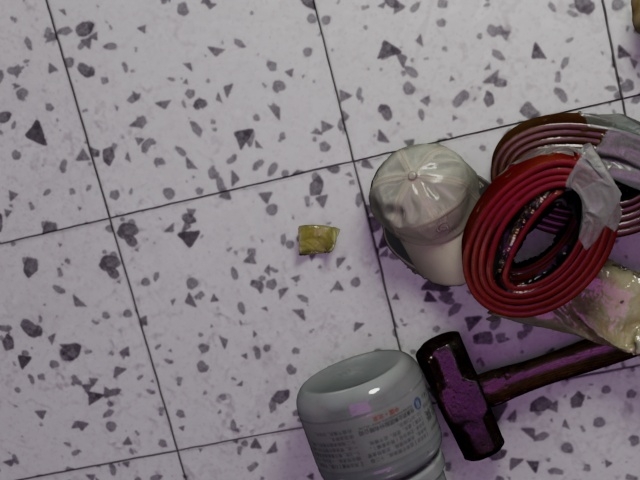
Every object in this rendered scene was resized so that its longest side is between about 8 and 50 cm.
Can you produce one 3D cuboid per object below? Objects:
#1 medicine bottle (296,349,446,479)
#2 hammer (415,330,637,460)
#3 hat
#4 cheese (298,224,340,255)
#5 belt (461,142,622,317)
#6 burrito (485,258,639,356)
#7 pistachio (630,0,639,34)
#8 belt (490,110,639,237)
[{"bbox_3d":[0.108,0.384,1.979,0.245,0.245,0.306,-17,100,12],"label":"medicine bottle"},{"bbox_3d":[0.409,0.246,1.986,0.409,0.095,0.242,-20,98,10],"label":"hammer"},{"bbox_3d":[0.206,-0.043,1.920,0.232,0.161,0.275,-23,101,17],"label":"hat"},{"bbox_3d":[0.001,0.000,2.016,0.084,0.041,0.060,1,95,21],"label":"cheese"},{"bbox_3d":[0.380,-0.020,1.803,0.227,0.115,0.324,36,107,-7],"label":"belt"},{"bbox_3d":[0.492,0.106,1.916,0.348,0.107,0.175,14,77,13],"label":"burrito"},{"bbox_3d":[0.634,-0.413,1.784,0.238,0.153,0.137,-22,110,-14],"label":"pistachio"},{"bbox_3d":[0.475,-0.120,1.882,0.339,0.122,0.217,5,105,9],"label":"belt"}]
